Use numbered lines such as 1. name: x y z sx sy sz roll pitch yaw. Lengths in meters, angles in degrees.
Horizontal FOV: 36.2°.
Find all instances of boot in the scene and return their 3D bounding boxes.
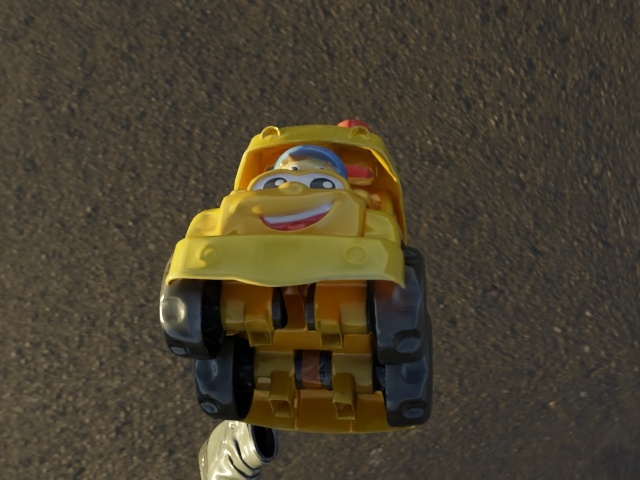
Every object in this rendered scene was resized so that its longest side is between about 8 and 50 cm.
1. boot: -0.101 0.322 1.295 0.161 0.083 0.246 -60 35 40

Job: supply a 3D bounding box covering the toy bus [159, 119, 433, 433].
1. toy bus: 0.000 0.000 0.624 0.149 0.220 0.211 2 61 9
